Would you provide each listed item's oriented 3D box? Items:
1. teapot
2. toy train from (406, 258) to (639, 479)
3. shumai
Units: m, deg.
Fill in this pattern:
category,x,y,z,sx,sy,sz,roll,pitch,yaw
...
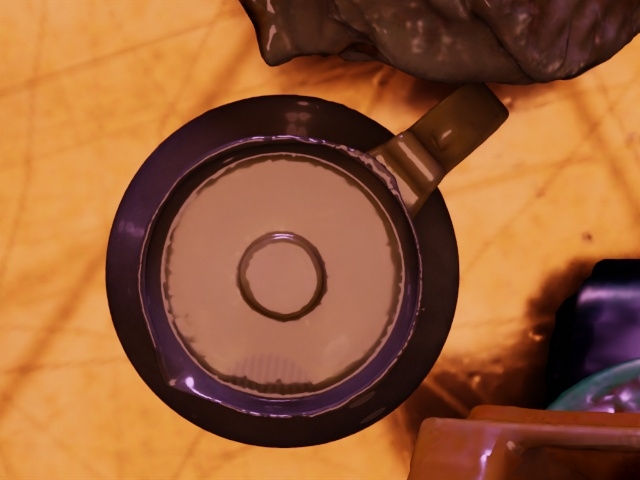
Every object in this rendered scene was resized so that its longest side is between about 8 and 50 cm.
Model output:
category,x,y,z,sx,sy,sz,roll,pitch,yaw
teapot,0.000,0.000,0.639,0.166,0.119,0.130,-41,91,0
toy train,0.220,0.085,0.576,0.429,0.178,0.249,-1,55,23
shumai,0.034,-0.130,0.644,0.142,0.184,0.184,0,90,44
